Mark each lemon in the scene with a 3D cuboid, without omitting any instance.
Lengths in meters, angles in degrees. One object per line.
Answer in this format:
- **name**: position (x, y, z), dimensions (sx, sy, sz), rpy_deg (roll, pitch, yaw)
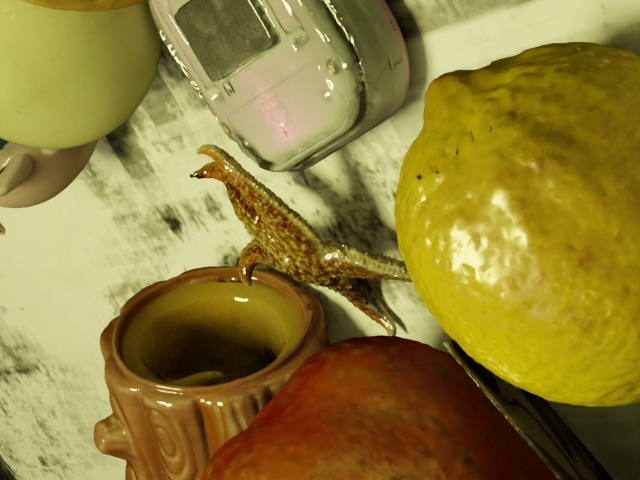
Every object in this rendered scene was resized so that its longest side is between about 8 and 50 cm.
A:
- **lemon**: position (0.145, -0.008, 1.083), dimensions (0.231, 0.192, 0.192), rpy_deg (40, 152, -3)

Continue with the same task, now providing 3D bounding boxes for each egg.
- **egg**: position (-0.217, -0.180, 1.428), dimensions (0.241, 0.186, 0.186), rpy_deg (57, 152, -15)

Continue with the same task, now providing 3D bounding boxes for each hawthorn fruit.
- **hawthorn fruit**: position (0.065, 0.214, 1.383), dimensions (0.300, 0.275, 0.275), rpy_deg (31, 148, 6)

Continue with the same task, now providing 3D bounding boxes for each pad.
- **pad**: position (0.162, 0.140, 1.228), dimensions (0.220, 0.004, 0.330), rpy_deg (49, -174, 6)

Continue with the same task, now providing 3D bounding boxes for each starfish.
- **starfish**: position (-0.005, 0.007, 1.415), dimensions (0.238, 0.057, 0.213), rpy_deg (23, 162, 35)

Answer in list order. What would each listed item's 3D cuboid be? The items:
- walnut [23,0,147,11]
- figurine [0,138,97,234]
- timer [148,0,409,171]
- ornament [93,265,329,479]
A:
- **walnut**: position (-0.142, -0.256, 1.167), dimensions (0.224, 0.257, 0.257), rpy_deg (10, 130, 50)
- **figurine**: position (-0.299, -0.119, 1.651), dimensions (0.186, 0.176, 0.287), rpy_deg (39, 175, -28)
- **timer**: position (-0.035, -0.143, 1.327), dimensions (0.190, 0.069, 0.208), rpy_deg (57, 153, -2)
- **ornament**: position (-0.080, 0.151, 1.585), dimensions (0.235, 0.221, 0.217), rpy_deg (-119, 17, -52)
